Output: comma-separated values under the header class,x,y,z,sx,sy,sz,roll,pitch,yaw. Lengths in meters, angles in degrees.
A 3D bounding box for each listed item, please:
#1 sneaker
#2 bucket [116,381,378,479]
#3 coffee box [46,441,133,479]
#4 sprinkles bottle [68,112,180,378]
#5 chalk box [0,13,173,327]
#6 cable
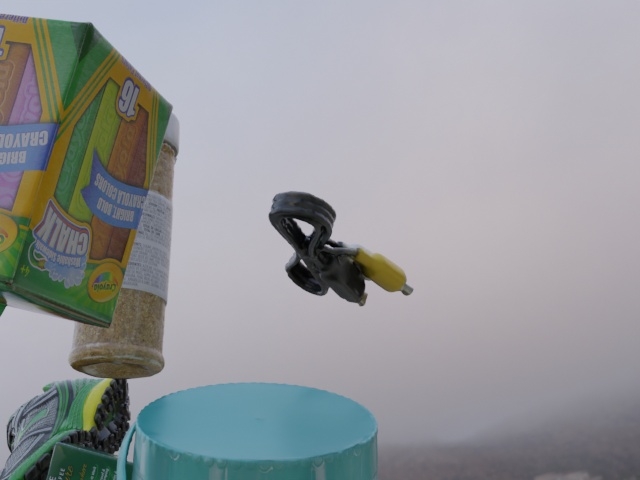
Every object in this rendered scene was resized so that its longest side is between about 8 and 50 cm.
class,x,y,z,sx,sy,sz,roll,pitch,yaw
sneaker,-0.386,0.305,1.323,0.146,0.134,0.343,-2,18,10
bucket,-0.067,0.262,0.941,0.281,0.183,0.281,2,7,0
coffee box,-0.250,0.321,1.152,0.184,0.113,0.040,10,-8,12
sprinkles bottle,-0.252,-0.004,1.232,0.121,0.355,0.121,0,-21,0
chalk box,-0.201,-0.022,0.601,0.132,0.213,0.132,9,-11,15
cable,0.000,0.000,1.050,0.139,0.072,0.287,10,-22,28
